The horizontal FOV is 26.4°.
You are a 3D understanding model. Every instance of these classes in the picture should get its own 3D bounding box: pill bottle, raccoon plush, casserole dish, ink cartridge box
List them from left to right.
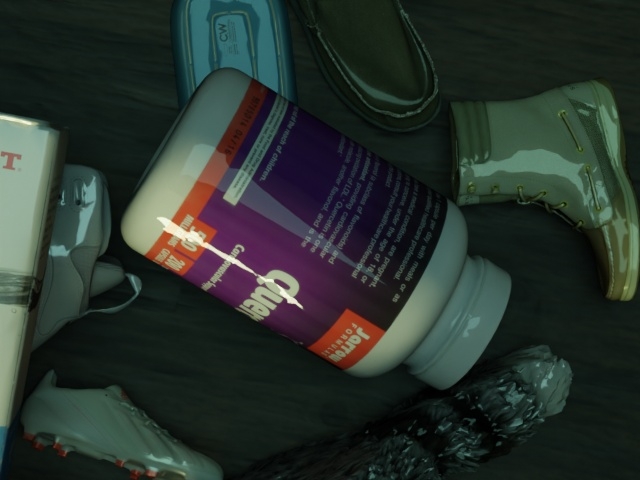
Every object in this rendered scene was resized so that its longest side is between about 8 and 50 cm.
[{"bbox_3d":[-0.337,0.037,1.087,0.223,0.129,0.307,11,94,-6],"label":"ink cartridge box"},{"bbox_3d":[-0.081,-0.167,1.286,0.114,0.037,0.188,-6,86,-5],"label":"casserole dish"},{"bbox_3d":[0.000,0.000,1.199,0.323,0.181,0.181,31,85,-9],"label":"pill bottle"},{"bbox_3d":[0.081,0.318,1.195,0.446,0.216,0.299,-24,96,-5],"label":"raccoon plush"}]

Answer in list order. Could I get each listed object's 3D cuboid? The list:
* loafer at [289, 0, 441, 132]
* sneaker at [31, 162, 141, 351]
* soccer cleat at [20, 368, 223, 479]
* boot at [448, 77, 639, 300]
[{"bbox_3d":[0.025,-0.210,1.269,0.094,0.087,0.251,-36,90,-5],"label":"loafer"},{"bbox_3d":[-0.309,-0.061,1.217,0.210,0.137,0.366,-23,94,-6],"label":"sneaker"},{"bbox_3d":[-0.176,0.172,1.235,0.196,0.068,0.076,17,68,7],"label":"soccer cleat"},{"bbox_3d":[0.207,-0.039,1.279,0.165,0.077,0.213,-8,82,-5],"label":"boot"}]
